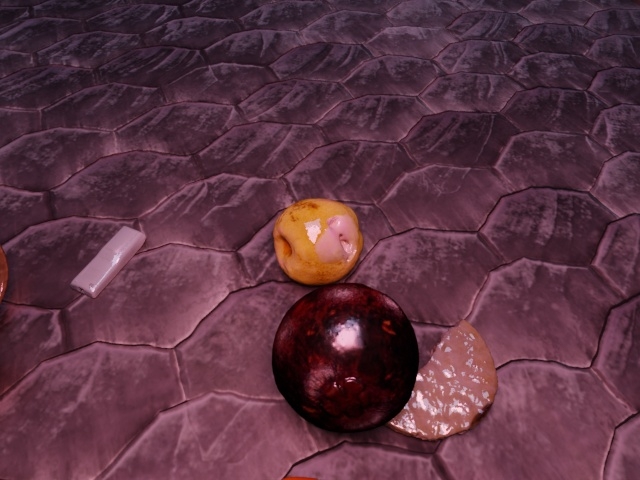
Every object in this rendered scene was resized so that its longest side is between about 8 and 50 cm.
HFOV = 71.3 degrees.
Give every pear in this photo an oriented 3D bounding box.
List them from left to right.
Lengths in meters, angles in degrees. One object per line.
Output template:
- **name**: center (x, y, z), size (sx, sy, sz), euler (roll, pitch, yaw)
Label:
- **pear**: center (0.000, 0.000, 0.853), size (0.178, 0.178, 0.178), euler (1, 51, -1)

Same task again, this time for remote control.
- **remote control**: center (-0.422, 0.037, 0.890), size (0.061, 0.029, 0.162), euler (18, 53, 14)

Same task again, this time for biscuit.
- **biscuit**: center (0.216, 0.246, 0.744), size (0.133, 0.032, 0.250), euler (38, 58, 25)

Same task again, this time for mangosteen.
- **mangosteen**: center (0.039, 0.164, 0.700), size (0.228, 0.228, 0.265), euler (5, 21, 2)

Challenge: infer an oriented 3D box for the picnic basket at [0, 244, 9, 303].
- **picnic basket**: center (-0.628, 0.081, 0.665), size (0.337, 0.293, 0.337), euler (-14, 46, 15)

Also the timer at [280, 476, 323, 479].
- **timer**: center (-0.042, 0.379, 0.583), size (0.136, 0.099, 0.136), euler (6, 40, -5)
